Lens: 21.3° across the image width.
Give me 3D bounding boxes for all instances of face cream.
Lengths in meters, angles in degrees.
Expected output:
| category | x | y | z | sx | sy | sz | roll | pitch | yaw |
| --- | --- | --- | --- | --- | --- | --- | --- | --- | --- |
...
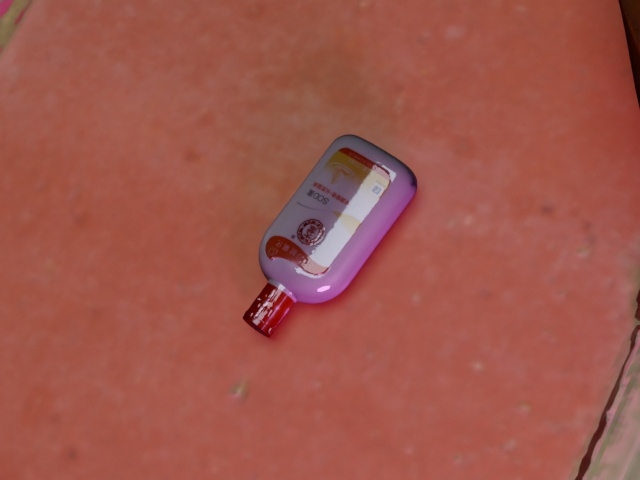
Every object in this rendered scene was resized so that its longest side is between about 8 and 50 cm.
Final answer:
| category | x | y | z | sx | sy | sz | roll | pitch | yaw |
| --- | --- | --- | --- | --- | --- | --- | --- | --- | --- |
| face cream | 0.000 | 0.000 | 0.645 | 0.040 | 0.021 | 0.083 | 31 | 79 | 24 |

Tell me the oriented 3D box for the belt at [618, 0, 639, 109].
| category | x | y | z | sx | sy | sz | roll | pitch | yaw |
| --- | --- | --- | --- | --- | --- | --- | --- | --- | --- |
| belt | 0.200 | -0.120 | 0.603 | 0.184 | 0.105 | 0.261 | 2 | 66 | 17 |
